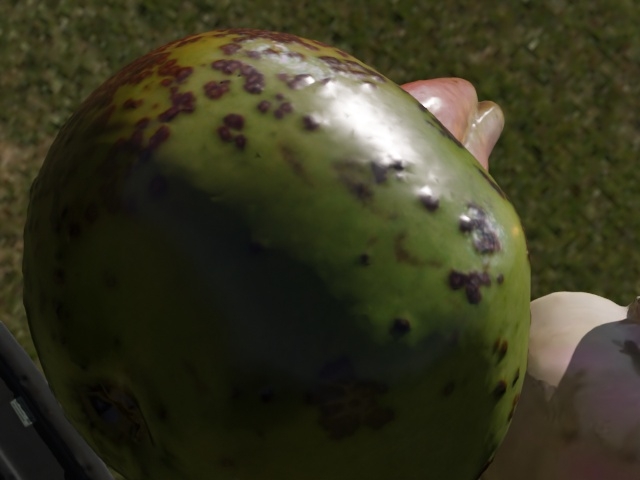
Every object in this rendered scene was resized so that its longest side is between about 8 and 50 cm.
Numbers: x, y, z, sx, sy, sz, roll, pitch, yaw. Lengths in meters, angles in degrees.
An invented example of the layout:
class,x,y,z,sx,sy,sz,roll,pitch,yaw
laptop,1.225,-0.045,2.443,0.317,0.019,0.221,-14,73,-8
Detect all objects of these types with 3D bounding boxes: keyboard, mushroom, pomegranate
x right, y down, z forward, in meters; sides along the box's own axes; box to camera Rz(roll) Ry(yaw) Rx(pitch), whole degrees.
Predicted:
class,x,y,z,sx,sy,sz,roll,pitch,yaw
keyboard,-0.197,0.111,0.959,0.103,0.041,0.381,-35,96,-18
mushroom,0.154,0.121,0.848,0.173,0.236,0.162,7,26,6
pomegranate,0.000,0.000,0.686,0.214,0.214,0.248,42,54,2
